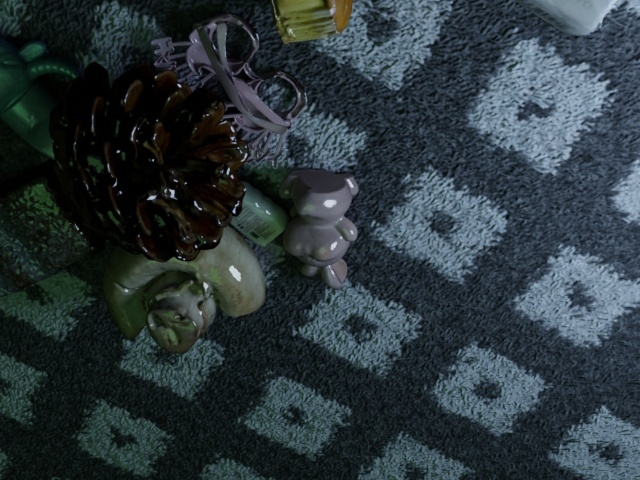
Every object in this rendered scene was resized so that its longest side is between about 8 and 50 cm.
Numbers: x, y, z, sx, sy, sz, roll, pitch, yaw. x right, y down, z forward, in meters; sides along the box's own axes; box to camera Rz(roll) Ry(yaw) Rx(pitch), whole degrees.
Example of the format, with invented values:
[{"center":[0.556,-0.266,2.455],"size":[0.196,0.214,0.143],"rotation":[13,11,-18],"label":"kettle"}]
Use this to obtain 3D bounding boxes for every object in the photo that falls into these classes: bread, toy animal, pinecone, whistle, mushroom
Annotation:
[{"center":[-0.542,0.016,1.620],"size":[0.417,0.113,0.165],"rotation":[-24,119,23],"label":"bread"},{"center":[-0.013,-0.347,1.262],"size":[0.114,0.132,0.190],"rotation":[-6,125,12],"label":"bread"},{"center":[-0.002,0.001,1.512],"size":[0.124,0.124,0.212],"rotation":[4,121,7],"label":"toy animal"},{"center":[-0.231,-0.107,1.352],"size":[0.296,0.242,0.298],"rotation":[20,153,37],"label":"pinecone"},{"center":[-0.452,-0.220,1.454],"size":[0.186,0.093,0.274],"rotation":[-41,115,2],"label":"whistle"},{"center":[-0.226,0.054,1.541],"size":[0.254,0.195,0.189],"rotation":[-16,116,16],"label":"mushroom"}]

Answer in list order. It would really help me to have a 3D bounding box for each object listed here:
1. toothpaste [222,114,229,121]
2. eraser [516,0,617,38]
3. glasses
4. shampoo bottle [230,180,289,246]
[{"center":[-0.202,-0.200,1.465],"size":[0.140,0.021,0.037],"rotation":[28,122,-11],"label":"toothpaste"},{"center":[0.209,-0.417,1.203],"size":[0.397,0.082,0.213],"rotation":[29,124,-10],"label":"eraser"},{"center":[-0.128,-0.199,1.410],"size":[0.162,0.095,0.255],"rotation":[-27,113,30],"label":"glasses"},{"center":[-0.125,-0.058,1.534],"size":[0.152,0.045,0.077],"rotation":[39,124,-19],"label":"shampoo bottle"}]
